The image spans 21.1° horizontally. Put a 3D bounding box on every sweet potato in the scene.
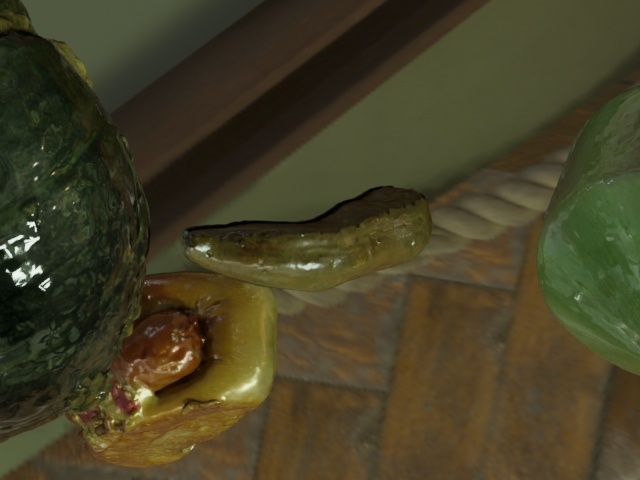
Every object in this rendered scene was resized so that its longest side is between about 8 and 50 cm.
[{"bbox_3d":[0.003,0.002,1.318,0.233,0.081,0.062,-11,114,-39],"label":"sweet potato"}]

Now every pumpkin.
[{"bbox_3d":[-0.142,-0.018,0.593,0.146,0.190,0.190,-19,96,-21],"label":"pumpkin"}]

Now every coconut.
[{"bbox_3d":[0.366,0.004,1.716,0.281,0.328,0.328,-2,94,23],"label":"coconut"}]

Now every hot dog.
[{"bbox_3d":[-0.155,0.114,1.544,0.153,0.256,0.150,10,63,-27],"label":"hot dog"}]
